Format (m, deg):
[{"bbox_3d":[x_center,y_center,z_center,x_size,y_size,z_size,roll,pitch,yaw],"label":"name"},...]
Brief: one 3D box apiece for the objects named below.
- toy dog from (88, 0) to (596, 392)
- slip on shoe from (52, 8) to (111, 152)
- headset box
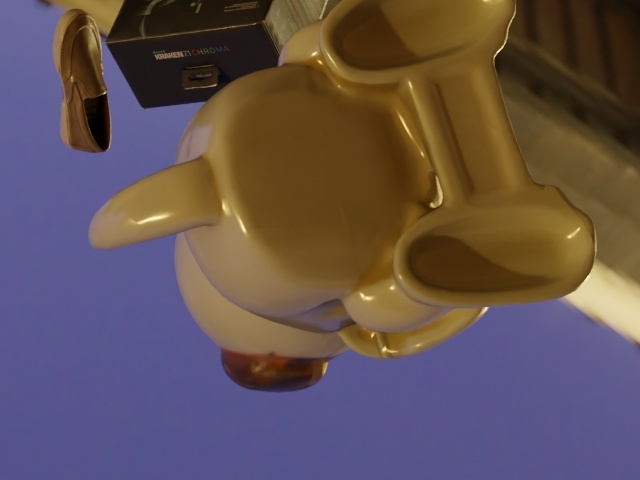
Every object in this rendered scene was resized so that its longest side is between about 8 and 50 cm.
[{"bbox_3d":[0.000,0.000,1.599,0.395,0.408,0.284,-24,-98,-17],"label":"toy dog"},{"bbox_3d":[-0.209,-0.141,1.691,0.041,0.135,0.051,24,-148,34],"label":"slip on shoe"},{"bbox_3d":[-0.132,-0.319,2.601,0.283,0.246,0.131,-73,-32,-41],"label":"headset box"}]
